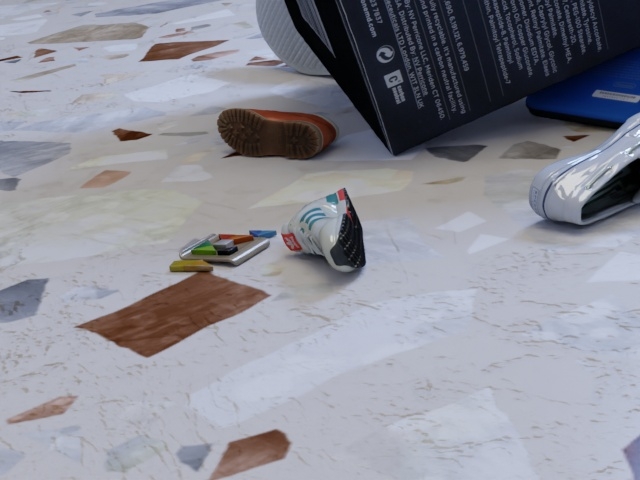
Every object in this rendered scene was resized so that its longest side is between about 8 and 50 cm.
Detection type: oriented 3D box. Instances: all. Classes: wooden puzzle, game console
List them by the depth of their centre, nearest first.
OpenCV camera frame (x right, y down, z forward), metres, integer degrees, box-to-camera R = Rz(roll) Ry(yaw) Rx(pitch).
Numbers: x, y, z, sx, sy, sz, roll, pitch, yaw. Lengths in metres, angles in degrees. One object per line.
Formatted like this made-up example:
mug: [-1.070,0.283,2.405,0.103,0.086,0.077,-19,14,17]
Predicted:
wooden puzzle: [-0.099,0.007,1.381,0.078,0.014,0.116,3,21,25]
game console: [0.464,-0.189,1.747,0.293,0.173,0.250,16,60,49]

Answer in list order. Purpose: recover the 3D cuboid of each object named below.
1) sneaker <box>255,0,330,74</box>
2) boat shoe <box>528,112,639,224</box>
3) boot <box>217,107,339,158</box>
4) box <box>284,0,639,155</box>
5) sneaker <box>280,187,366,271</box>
sneaker: [0.052,-0.333,2.150,0.150,0.135,0.366,-21,35,-39]
boat shoe: [0.320,-0.067,1.388,0.226,0.083,0.076,-29,39,-24]
boot: [-0.054,-0.142,1.738,0.158,0.059,0.084,13,23,25]
box: [0.192,-0.413,1.791,0.471,0.297,0.480,-25,33,-3]
sneaker: [0.000,0.000,1.329,0.075,0.057,0.161,-21,19,9]
